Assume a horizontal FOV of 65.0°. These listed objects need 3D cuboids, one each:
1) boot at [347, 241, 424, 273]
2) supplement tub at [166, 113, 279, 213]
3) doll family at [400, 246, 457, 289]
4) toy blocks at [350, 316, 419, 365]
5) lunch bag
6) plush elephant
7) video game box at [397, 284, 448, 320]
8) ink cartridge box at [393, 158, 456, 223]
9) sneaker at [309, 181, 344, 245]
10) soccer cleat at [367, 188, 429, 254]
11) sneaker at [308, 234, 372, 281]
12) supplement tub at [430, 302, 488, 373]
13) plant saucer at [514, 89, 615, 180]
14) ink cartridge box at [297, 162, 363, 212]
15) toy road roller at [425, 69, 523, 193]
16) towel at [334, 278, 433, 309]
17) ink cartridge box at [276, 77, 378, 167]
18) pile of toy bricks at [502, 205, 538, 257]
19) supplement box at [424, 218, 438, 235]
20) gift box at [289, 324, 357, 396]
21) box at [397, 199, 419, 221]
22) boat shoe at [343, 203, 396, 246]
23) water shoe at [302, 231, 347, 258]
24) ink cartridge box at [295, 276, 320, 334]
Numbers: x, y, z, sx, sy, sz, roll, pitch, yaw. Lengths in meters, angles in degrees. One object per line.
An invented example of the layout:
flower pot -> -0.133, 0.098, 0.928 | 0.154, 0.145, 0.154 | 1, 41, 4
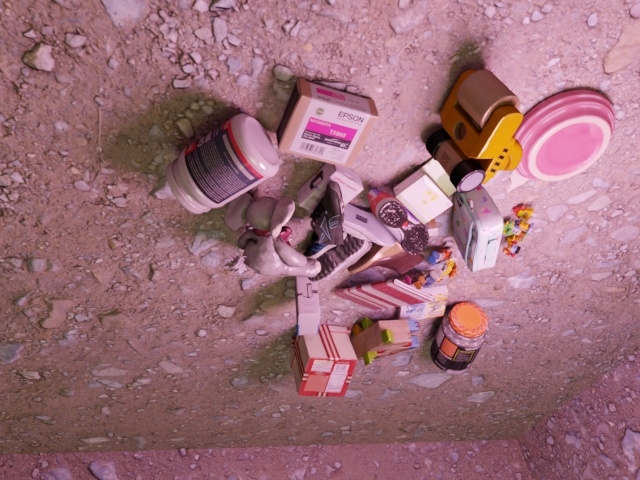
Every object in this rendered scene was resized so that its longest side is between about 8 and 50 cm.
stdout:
boot -> 0.249, 0.087, 1.905 | 0.248, 0.090, 0.206 | -36, 131, 21
supplement tub -> -0.270, -0.208, 1.397 | 0.272, 0.191, 0.191 | -27, 136, 18
doll family -> 0.443, 0.135, 1.954 | 0.163, 0.118, 0.263 | -11, 152, -51
toy blocks -> 0.313, 0.441, 2.236 | 0.260, 0.191, 0.381 | 1, 154, -24
lunch bag -> 0.533, -0.038, 1.721 | 0.107, 0.224, 0.279 | -12, 140, 2
plush elephant -> -0.162, -0.030, 1.606 | 0.330, 0.271, 0.256 | -2, 109, -59
video game box -> 0.443, 0.279, 2.193 | 0.205, 0.048, 0.187 | -9, 141, -1
ink cartridge box -> 0.380, -0.177, 1.637 | 0.235, 0.056, 0.171 | -36, 126, 23
sneaker -> 0.020, -0.072, 1.566 | 0.106, 0.101, 0.268 | -4, 139, -3
soccer cleat -> 0.267, -0.063, 1.694 | 0.108, 0.116, 0.318 | -42, 133, 9
sneaker -> 0.072, 0.078, 1.847 | 0.281, 0.105, 0.115 | -30, 154, 24
supplement tub -> 0.635, 0.446, 2.296 | 0.206, 0.207, 0.338 | -3, 139, -8
plant saucer -> 0.760, -0.305, 1.571 | 0.331, 0.084, 0.332 | -5, 138, -4
ink cartridge box -> 0.031, -0.161, 1.598 | 0.127, 0.072, 0.175 | 27, 127, -34
toy road roller -> 0.478, -0.308, 1.439 | 0.240, 0.203, 0.330 | -8, 141, -24
towel -> 0.248, 0.213, 1.992 | 0.237, 0.037, 0.328 | 24, 153, -34
ink cartridge box -> 0.015, -0.322, 1.405 | 0.234, 0.088, 0.193 | 10, 136, -20
pile of toy bricks -> 0.709, -0.035, 1.865 | 0.105, 0.118, 0.212 | 23, 149, 12
supplement box -> 0.365, -0.047, 1.800 | 0.098, 0.062, 0.036 | -7, 137, -4
gift box -> 0.019, 0.501, 2.211 | 0.254, 0.258, 0.277 | 11, 115, -20
box -> 0.282, -0.094, 1.755 | 0.162, 0.029, 0.116 | -18, 137, 11
boat shoe -> 0.143, -0.050, 1.728 | 0.258, 0.095, 0.084 | 31, 152, -16
water shoe -> 0.000, 0.000, 1.793 | 0.203, 0.073, 0.080 | -31, 107, 25
ink cartridge box -> -0.053, 0.240, 1.935 | 0.085, 0.203, 0.148 | -2, 138, -6
